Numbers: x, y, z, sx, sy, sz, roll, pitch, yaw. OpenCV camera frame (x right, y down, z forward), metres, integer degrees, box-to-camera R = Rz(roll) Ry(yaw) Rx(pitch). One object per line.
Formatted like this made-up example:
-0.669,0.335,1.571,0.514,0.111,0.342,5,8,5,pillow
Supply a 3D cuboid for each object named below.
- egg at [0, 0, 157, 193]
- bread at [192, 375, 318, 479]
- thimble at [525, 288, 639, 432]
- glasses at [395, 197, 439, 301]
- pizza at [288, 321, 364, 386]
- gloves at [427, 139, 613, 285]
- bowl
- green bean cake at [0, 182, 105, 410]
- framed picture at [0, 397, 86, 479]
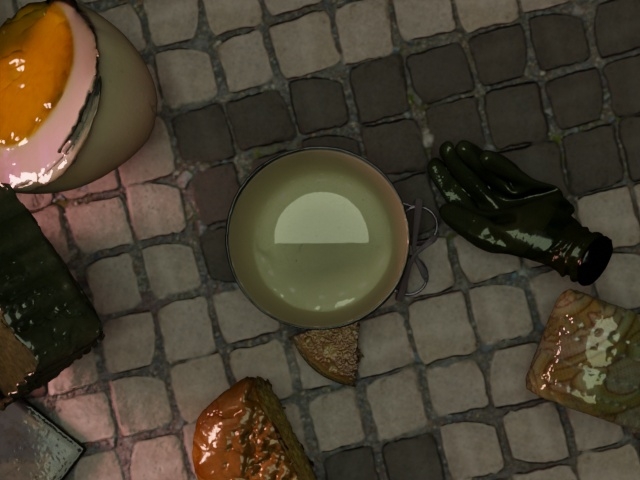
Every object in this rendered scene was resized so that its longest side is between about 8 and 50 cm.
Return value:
-0.336,-0.174,1.906,0.286,0.174,0.264,-1,76,37,egg
-0.079,0.300,1.883,0.139,0.143,0.229,-29,82,14,bread
0.369,0.157,1.847,0.190,0.137,0.143,22,90,-6,thimble
0.119,0.014,1.888,0.062,0.104,0.140,12,92,3,glasses
0.021,0.151,1.931,0.100,0.029,0.099,-22,94,6,pizza
0.252,-0.033,1.877,0.268,0.107,0.135,38,70,16,gloves
0.000,0.000,1.887,0.238,0.126,0.238,0,87,4,bowl
-0.406,0.069,1.857,0.132,0.241,0.255,-31,83,-28,green bean cake
-0.529,0.280,1.973,0.347,0.016,0.265,39,90,4,framed picture
